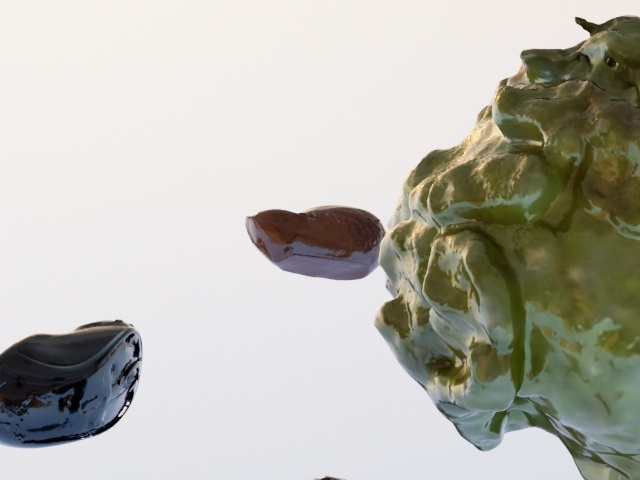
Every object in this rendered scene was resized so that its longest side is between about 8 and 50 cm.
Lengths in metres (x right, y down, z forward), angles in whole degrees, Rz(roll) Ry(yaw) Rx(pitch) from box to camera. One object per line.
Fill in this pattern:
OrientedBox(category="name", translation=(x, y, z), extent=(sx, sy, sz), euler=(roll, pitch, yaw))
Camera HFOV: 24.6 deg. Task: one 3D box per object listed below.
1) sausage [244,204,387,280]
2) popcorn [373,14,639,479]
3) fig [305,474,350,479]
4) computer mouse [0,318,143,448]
OrientedBox(category="sausage", translation=(0.000, 0.000, 1.685), extent=(0.179, 0.089, 0.089), euler=(5, -159, -27))
OrientedBox(category="popcorn", translation=(0.178, 0.019, 0.993), extent=(0.312, 0.312, 0.312), euler=(6, -157, -2))
OrientedBox(category="fig", translation=(0.097, 0.358, 1.591), extent=(0.369, 0.286, 0.286), euler=(-29, -155, 4))
OrientedBox(category="computer mouse", translation=(-0.298, 0.175, 1.763), extent=(0.233, 0.137, 0.096), euler=(-21, -139, -40))
